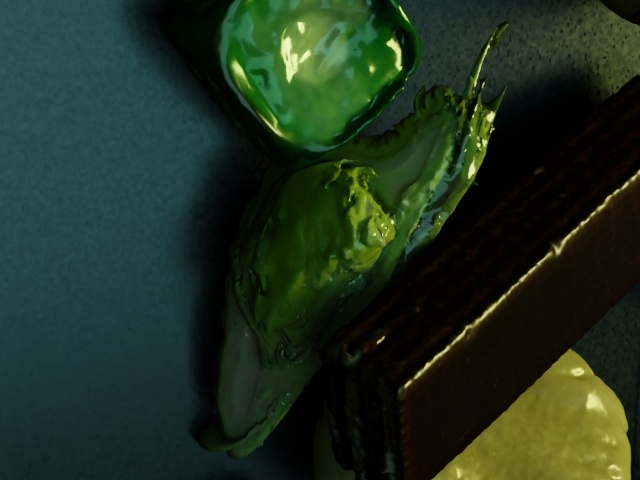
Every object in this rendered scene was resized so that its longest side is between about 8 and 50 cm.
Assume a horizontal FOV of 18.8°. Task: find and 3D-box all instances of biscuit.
[{"bbox_3d":[0.149,0.019,1.327,0.388,0.073,0.107,-40,140,-33],"label":"biscuit"}]

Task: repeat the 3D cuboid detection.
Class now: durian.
[{"bbox_3d":[0.005,0.001,1.321,0.107,0.132,0.375,28,110,-18],"label":"durian"}]

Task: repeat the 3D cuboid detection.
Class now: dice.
[{"bbox_3d":[-0.020,-0.133,1.293,0.128,0.120,0.131,-42,110,-6],"label":"dice"}]

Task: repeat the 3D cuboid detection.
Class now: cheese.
[{"bbox_3d":[0.111,0.145,1.380,0.226,0.117,0.214,27,59,-12],"label":"cheese"}]

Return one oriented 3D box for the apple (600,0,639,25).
[{"bbox_3d":[0.257,-0.232,1.341,0.155,0.182,0.182,5,101,-13],"label":"apple"}]
